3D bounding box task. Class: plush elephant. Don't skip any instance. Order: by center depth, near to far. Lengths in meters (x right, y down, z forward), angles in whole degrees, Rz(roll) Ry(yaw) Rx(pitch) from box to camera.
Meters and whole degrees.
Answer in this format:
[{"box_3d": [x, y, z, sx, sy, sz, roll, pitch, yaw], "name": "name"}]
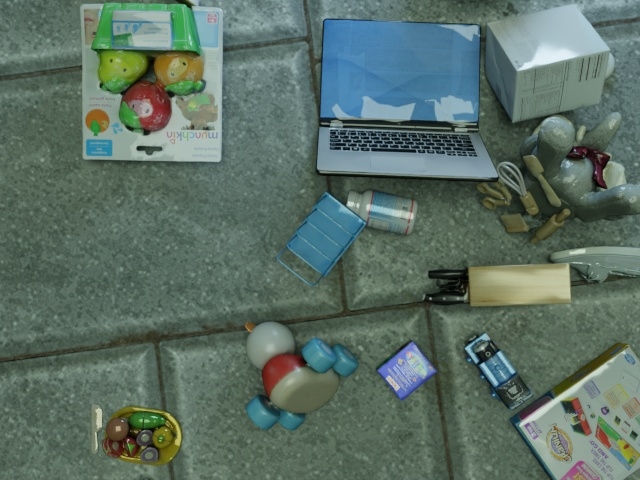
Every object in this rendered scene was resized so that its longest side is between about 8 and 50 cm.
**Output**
[{"box_3d": [0.573, -0.171, 1.558, 0.272, 0.330, 0.255, 36, 65, 3], "name": "plush elephant"}]

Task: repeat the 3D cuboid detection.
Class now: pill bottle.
[{"box_3d": [0.138, -0.068, 1.624, 0.160, 0.087, 0.087, 13, 86, 1], "name": "pill bottle"}]

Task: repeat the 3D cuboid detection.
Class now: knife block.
[{"box_3d": [0.370, 0.100, 1.543, 0.242, 0.275, 0.088, -1, 86, -30], "name": "knife block"}]

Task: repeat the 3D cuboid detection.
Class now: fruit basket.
[{"box_3d": [-0.388, -0.359, 1.607, 0.327, 0.165, 0.353, 2, 90, 0], "name": "fruit basket"}]

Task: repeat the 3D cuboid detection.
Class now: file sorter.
[{"box_3d": [0.000, 0.000, 1.579, 0.118, 0.104, 0.170, 38, 114, 2], "name": "file sorter"}]

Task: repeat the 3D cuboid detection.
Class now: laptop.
[{"box_3d": [0.187, -0.324, 1.574, 0.382, 0.408, 0.236, 2, 120, 1], "name": "laptop"}]

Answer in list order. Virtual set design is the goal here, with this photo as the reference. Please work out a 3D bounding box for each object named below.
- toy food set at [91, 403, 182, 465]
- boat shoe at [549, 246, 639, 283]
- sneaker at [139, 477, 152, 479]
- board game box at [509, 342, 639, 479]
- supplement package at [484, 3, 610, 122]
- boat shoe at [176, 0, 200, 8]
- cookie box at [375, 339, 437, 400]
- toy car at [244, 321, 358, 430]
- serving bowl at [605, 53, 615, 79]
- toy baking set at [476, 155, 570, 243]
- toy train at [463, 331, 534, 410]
[{"box_3d": [-0.428, 0.447, 1.600, 0.218, 0.071, 0.128, 6, 86, 1], "name": "toy food set"}, {"box_3d": [0.642, 0.058, 1.619, 0.227, 0.079, 0.081, 0, 82, -3], "name": "boat shoe"}, {"box_3d": [-0.426, 0.662, 1.588, 0.132, 0.086, 0.229, -12, 76, 4], "name": "sneaker"}, {"box_3d": [0.631, 0.421, 1.604, 0.316, 0.064, 0.242, -34, 87, -2], "name": "board game box"}, {"box_3d": [0.497, -0.396, 1.575, 0.203, 0.149, 0.194, -13, 49, 0], "name": "supplement package"}, {"box_3d": [-0.375, -0.657, 1.656, 0.277, 0.098, 0.096, 41, 88, 4], "name": "boat shoe"}, {"box_3d": [0.197, 0.298, 1.624, 0.107, 0.040, 0.092, -38, 87, -3], "name": "cookie box"}, {"box_3d": [-0.083, 0.263, 1.581, 0.219, 0.210, 0.238, -47, 59, 11], "name": "toy car"}, {"box_3d": [0.661, -0.420, 1.676, 0.083, 0.027, 0.083, 0, 87, -1], "name": "serving bowl"}, {"box_3d": [0.442, -0.082, 1.539, 0.197, 0.256, 0.030, 37, 65, 1], "name": "toy baking set"}, {"box_3d": [0.399, 0.293, 1.592, 0.080, 0.105, 0.184, -35, 87, -2], "name": "toy train"}]
